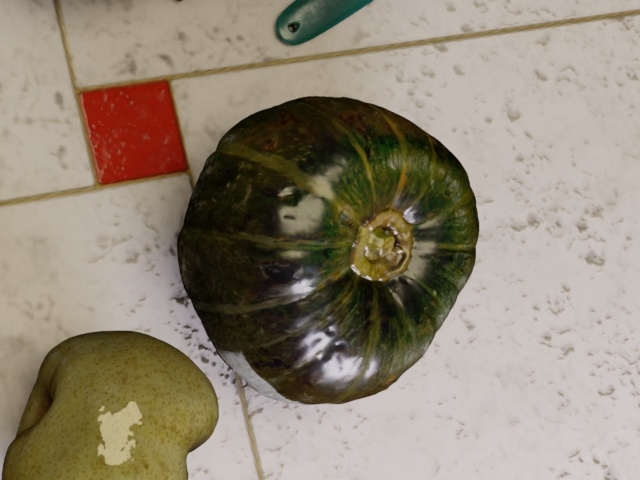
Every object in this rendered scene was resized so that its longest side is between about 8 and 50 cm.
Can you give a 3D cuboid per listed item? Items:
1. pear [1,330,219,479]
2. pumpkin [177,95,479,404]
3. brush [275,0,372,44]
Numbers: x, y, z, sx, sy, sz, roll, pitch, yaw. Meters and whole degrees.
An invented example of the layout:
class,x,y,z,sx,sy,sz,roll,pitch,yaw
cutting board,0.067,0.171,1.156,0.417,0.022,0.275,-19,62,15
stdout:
class,x,y,z,sx,sy,sz,roll,pitch,yaw
pear,-0.162,0.152,1.202,0.137,0.167,0.167,31,70,-24
pumpkin,-0.002,0.000,1.299,0.260,0.189,0.260,-8,103,-39
brush,0.037,-0.236,1.433,0.193,0.032,0.043,-38,97,-27
